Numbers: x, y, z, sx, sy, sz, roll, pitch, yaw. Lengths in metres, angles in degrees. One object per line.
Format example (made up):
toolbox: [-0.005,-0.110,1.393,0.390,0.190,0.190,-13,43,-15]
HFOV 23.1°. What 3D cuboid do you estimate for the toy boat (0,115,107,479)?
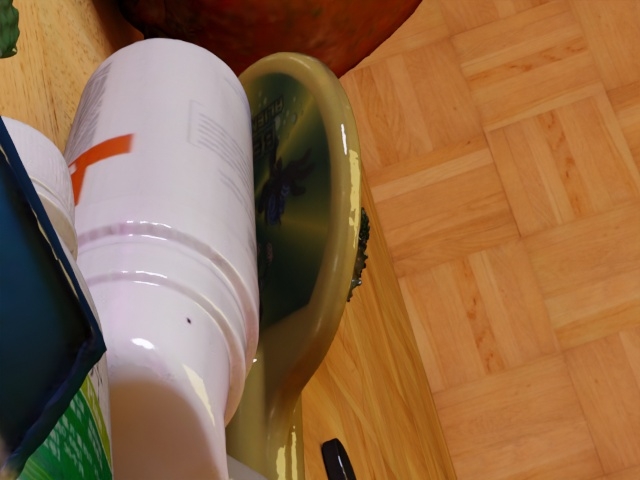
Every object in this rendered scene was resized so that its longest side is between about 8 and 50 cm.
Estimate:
toy boat: [-0.131,-0.071,0.379,0.299,0.062,0.096,63,-7,12]

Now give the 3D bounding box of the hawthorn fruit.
hawthorn fruit: [-0.016,-0.246,1.079,0.254,0.300,0.254,46,-11,11]

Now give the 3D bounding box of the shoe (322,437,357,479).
shoe: [0.050,0.251,1.339,0.071,0.049,0.179,47,25,-74]

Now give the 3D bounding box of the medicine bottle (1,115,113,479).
medicine bottle: [-0.107,0.040,0.482,0.183,0.069,0.119,-104,171,-48]

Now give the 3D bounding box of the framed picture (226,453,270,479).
framed picture: [0.082,0.291,0.701,0.446,0.028,0.326,35,26,-31]

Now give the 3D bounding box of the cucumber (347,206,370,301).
cucumber: [0.000,0.000,1.489,0.359,0.096,0.096,-77,148,-83]

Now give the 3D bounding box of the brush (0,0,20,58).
brush: [-0.150,-0.059,0.525,0.282,0.048,0.054,-80,152,-73]

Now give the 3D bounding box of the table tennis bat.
table tennis bat: [-0.030,0.050,0.854,0.198,0.050,0.321,-29,-124,54]

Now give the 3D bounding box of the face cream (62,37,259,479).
face cream: [-0.078,0.003,0.708,0.345,0.102,0.102,-95,165,-67]
